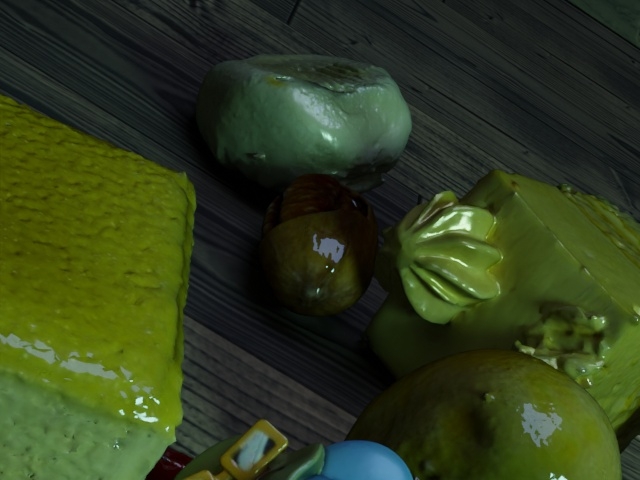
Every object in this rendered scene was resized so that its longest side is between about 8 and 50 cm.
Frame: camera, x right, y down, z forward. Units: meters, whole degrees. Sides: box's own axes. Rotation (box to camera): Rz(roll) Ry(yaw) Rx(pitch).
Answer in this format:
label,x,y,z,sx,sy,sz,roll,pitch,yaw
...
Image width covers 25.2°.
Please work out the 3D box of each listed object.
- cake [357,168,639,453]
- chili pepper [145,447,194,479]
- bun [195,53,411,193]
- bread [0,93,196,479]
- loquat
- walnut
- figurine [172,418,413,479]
label,x,y,z,sx,sy,sz,roll,pitch,yaw
cake,0.183,0.081,1.295,0.286,0.222,0.227,1,40,-50
chili pepper,-0.060,0.193,1.006,0.268,0.050,0.059,33,42,-4
bun,-0.017,-0.116,1.483,0.229,0.145,0.229,1,15,0
bread,-0.249,0.017,0.948,0.333,0.143,0.323,24,26,-12
loquat,0.122,0.184,1.058,0.213,0.213,0.213,28,27,-16
walnut,0.000,0.000,1.335,0.116,0.116,0.207,33,26,-6
figurine,0.009,0.229,0.892,0.262,0.180,0.154,37,11,14
